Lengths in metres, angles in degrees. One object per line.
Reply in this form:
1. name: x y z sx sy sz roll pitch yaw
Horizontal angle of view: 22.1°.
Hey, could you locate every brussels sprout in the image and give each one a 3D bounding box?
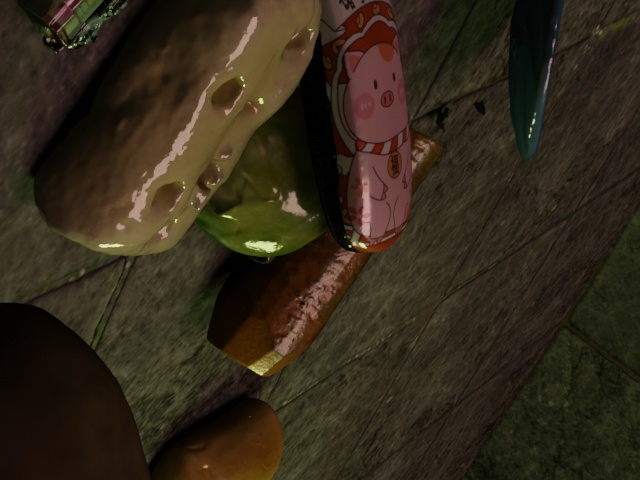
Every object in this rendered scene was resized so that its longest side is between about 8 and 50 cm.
1. brussels sprout: -0.039 -0.054 1.446 0.151 0.122 0.149 -55 165 15

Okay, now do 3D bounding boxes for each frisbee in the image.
1. frisbee: 0.228 -0.232 1.752 0.289 0.049 0.289 9 90 -85

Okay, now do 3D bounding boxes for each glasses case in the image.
1. glasses case: 0.029 -0.121 1.382 0.103 0.067 0.266 -34 120 -57

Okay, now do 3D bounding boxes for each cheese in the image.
1. cheese: -0.098 -0.103 1.250 0.263 0.093 0.159 -55 164 10

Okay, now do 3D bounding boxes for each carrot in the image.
1. carrot: 0.000 0.000 1.686 0.302 0.114 0.114 -55 163 -3

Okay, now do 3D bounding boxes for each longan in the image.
1. longan: -0.256 0.215 1.180 0.288 0.288 0.350 -13 114 -64

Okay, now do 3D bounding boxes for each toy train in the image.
1. toy train: -0.134 -0.186 1.078 0.148 0.038 0.071 -50 163 -8

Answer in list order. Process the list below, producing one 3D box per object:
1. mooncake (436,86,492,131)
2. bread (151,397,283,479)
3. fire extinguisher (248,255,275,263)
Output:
1. mooncake: 0.182 -0.230 1.770 0.150 0.057 0.346 -38 157 -44
2. bread: -0.122 0.282 1.964 0.217 0.098 0.147 -29 156 -49
3. fire extinguisher: -0.001 -0.087 1.570 0.231 0.071 0.099 -47 151 -16
